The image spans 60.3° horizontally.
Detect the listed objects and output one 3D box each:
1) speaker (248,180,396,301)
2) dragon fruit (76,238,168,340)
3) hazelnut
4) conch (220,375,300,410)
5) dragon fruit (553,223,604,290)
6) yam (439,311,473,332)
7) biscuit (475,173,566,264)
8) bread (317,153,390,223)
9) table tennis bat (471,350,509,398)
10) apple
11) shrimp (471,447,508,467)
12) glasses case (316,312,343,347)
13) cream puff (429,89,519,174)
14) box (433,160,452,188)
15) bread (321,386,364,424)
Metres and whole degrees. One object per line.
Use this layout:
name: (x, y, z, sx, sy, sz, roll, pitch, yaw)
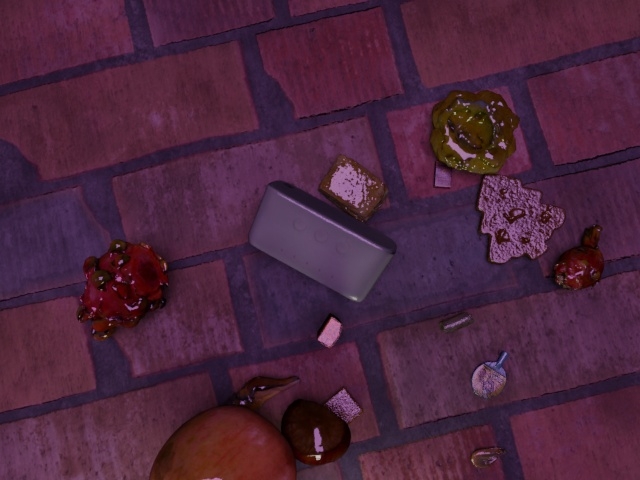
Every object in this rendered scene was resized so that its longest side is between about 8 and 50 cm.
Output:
speaker: (0.000, 0.000, 1.599, 0.406, 0.183, 0.184, 29, 104, 3)
dragon fruit: (-0.576, 0.146, 1.574, 0.228, 0.243, 0.307, 23, 79, -36)
hazelnut: (-0.022, 0.542, 1.568, 0.202, 0.160, 0.170, 41, 103, 35)
conch: (-0.180, 0.442, 1.623, 0.233, 0.086, 0.080, -34, 45, -15)
dragon fruit: (0.783, 0.047, 1.635, 0.125, 0.125, 0.246, 42, 64, -25)
yam: (0.406, 0.246, 1.650, 0.094, 0.043, 0.043, -24, 85, -3)
biscuit: (0.588, -0.081, 1.677, 0.278, 0.043, 0.301, -28, 84, 0)
bread: (0.100, -0.153, 1.660, 0.196, 0.102, 0.138, 39, 90, 1)
table tennis bat: (0.514, 0.400, 1.647, 0.100, 0.019, 0.155, 34, 88, 4)
apple: (-0.263, 0.625, 1.453, 0.364, 0.364, 0.363, 0, 85, 1)
shrimp: (0.497, 0.641, 1.624, 0.108, 0.023, 0.059, -6, 94, 0)
glasses case: (0.028, 0.254, 1.564, 0.049, 0.218, 0.075, 34, 86, 3)
cream puff: (0.456, -0.329, 1.627, 0.282, 0.185, 0.281, 1, 79, -3)
box: (0.377, -0.203, 1.700, 0.052, 0.023, 0.082, 4, 85, -1)
bread: (0.064, 0.496, 1.633, 0.090, 0.035, 0.094, -40, 86, -3)
